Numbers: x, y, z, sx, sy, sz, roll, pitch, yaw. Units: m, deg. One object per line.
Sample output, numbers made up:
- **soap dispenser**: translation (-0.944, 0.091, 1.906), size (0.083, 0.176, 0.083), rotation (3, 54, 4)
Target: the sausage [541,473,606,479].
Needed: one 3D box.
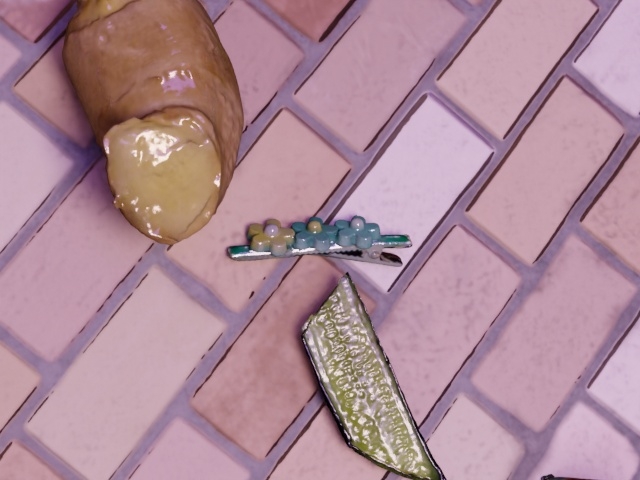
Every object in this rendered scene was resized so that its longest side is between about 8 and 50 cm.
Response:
- **sausage**: translation (0.258, 0.243, 1.307), size (0.083, 0.264, 0.083), rotation (2, 83, -15)

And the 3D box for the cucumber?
- **cucumber**: translation (0.039, 0.144, 1.378), size (0.070, 0.046, 0.220), rotation (-24, 85, -17)

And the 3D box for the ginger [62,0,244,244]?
- **ginger**: translation (-0.142, -0.123, 1.328), size (0.138, 0.152, 0.267), rotation (-22, 67, 7)

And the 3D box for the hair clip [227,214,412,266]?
- **hair clip**: translation (0.000, -0.001, 1.399), size (0.172, 0.049, 0.049), rotation (1, 79, -15)
